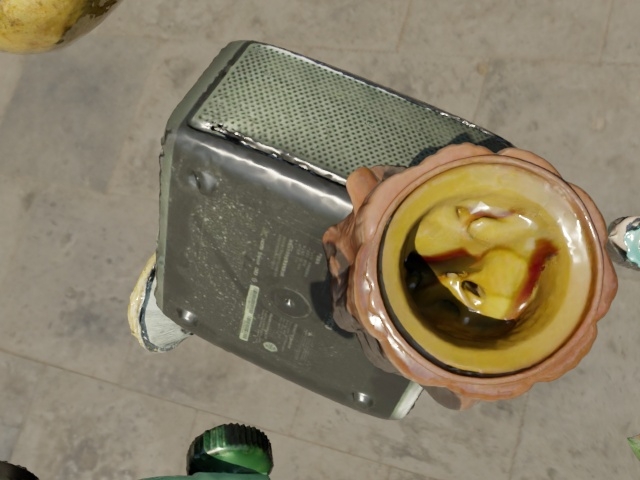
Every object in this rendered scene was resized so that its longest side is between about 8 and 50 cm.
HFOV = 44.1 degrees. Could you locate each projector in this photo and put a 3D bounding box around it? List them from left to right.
[{"bbox_3d":[0.000,0.000,1.029,0.405,0.395,0.242,24,51,6],"label":"projector"}]

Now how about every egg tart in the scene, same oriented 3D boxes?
[{"bbox_3d":[-0.270,0.111,1.523,0.094,0.234,0.234,14,77,22],"label":"egg tart"}]

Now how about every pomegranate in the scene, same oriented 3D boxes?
[{"bbox_3d":[-0.332,-0.330,0.891,0.260,0.260,0.260,-8,68,20],"label":"pomegranate"}]

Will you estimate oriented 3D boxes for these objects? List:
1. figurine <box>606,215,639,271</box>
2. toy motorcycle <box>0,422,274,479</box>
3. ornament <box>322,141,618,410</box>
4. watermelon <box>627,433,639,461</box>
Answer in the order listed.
[{"bbox_3d":[0.612,0.014,1.470,0.137,0.245,0.110,27,98,4],"label":"figurine"},{"bbox_3d":[-0.114,0.190,0.428,0.196,0.331,0.125,-42,47,24],"label":"toy motorcycle"},{"bbox_3d":[0.116,0.028,0.627,0.221,0.217,0.235,-16,86,-1],"label":"ornament"},{"bbox_3d":[0.628,0.381,1.271,0.128,0.146,0.231,-33,20,-27],"label":"watermelon"}]
